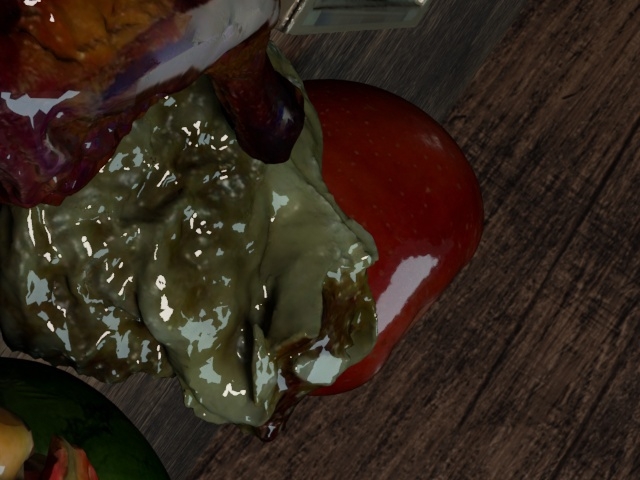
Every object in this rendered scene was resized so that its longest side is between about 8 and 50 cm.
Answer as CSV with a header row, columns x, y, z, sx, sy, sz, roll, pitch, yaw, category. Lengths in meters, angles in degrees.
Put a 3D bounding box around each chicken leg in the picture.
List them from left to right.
x,y,z,sx,sy,sz,roll,pitch,yaw,category
-0.069,-0.090,0.772,0.407,0.095,0.158,-11,120,-73,chicken leg

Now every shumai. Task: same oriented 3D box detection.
x,y,z,sx,sy,sz,roll,pitch,yaw,category
-0.058,-0.001,1.024,0.256,0.218,0.189,-44,174,-46,shumai

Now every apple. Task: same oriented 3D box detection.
x,y,z,sx,sy,sz,roll,pitch,yaw,category
0.000,0.000,1.435,0.260,0.216,0.260,-53,175,-6,apple

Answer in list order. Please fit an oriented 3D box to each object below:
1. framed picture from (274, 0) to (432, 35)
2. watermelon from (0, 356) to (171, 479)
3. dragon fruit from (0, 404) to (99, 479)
x,y,z,sx,sy,sz,roll,pitch,yaw,category
0.132,-0.333,1.188,0.446,0.028,0.326,-57,169,17,framed picture
-0.183,0.181,0.917,0.242,0.242,0.242,-54,174,-8,watermelon
-0.177,0.168,0.643,0.291,0.269,0.250,-23,-155,42,dragon fruit
